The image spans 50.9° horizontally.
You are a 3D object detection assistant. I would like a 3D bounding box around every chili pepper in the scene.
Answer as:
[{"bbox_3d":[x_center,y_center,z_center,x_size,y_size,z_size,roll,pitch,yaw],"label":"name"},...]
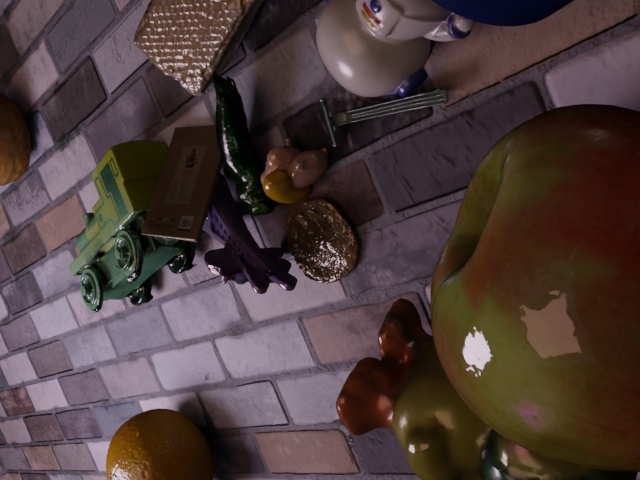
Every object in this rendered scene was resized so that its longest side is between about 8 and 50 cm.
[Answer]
[{"bbox_3d":[-0.125,-0.144,1.022,0.098,0.061,0.224,-109,-1,-64],"label":"chili pepper"}]

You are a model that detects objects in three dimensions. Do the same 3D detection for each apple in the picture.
[{"bbox_3d":[0.258,0.045,0.611,0.277,0.319,0.319,22,127,0],"label":"apple"}]

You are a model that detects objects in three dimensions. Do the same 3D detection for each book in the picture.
[{"bbox_3d":[-0.219,-0.096,1.101,0.139,0.016,0.198,6,75,38],"label":"book"}]

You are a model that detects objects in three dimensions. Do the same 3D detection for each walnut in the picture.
[{"bbox_3d":[-0.747,-0.230,1.501,0.195,0.195,0.221,22,115,35],"label":"walnut"}]

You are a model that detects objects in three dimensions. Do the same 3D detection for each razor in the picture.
[{"bbox_3d":[0.083,-0.169,0.860,0.191,0.037,0.068,-5,109,41],"label":"razor"}]

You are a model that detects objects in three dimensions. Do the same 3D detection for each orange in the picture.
[{"bbox_3d":[-0.333,0.465,1.394,0.236,0.236,0.236,19,119,37],"label":"orange"}]

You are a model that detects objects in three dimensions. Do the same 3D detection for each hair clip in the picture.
[{"bbox_3d":[-0.126,0.003,1.071,0.278,0.137,0.090,56,133,38],"label":"hair clip"}]

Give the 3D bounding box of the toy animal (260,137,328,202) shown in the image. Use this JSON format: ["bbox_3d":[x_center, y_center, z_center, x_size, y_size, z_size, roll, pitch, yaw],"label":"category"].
[{"bbox_3d":[-0.049,-0.109,0.978,0.114,0.091,0.082,-46,61,45],"label":"toy animal"}]

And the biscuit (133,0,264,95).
[{"bbox_3d":[-0.124,-0.376,0.912,0.144,0.078,0.426,41,135,-6],"label":"biscuit"}]

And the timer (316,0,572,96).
[{"bbox_3d":[0.110,-0.280,0.673,0.270,0.270,0.383,60,150,5],"label":"timer"}]

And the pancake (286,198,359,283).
[{"bbox_3d":[0.000,0.000,1.019,0.140,0.022,0.139,20,121,36],"label":"pancake"}]

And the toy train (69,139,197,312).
[{"bbox_3d":[-0.380,-0.007,1.290,0.369,0.150,0.237,-33,76,45],"label":"toy train"}]

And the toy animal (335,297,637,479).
[{"bbox_3d":[0.206,0.220,0.813,0.338,0.216,0.191,17,145,34],"label":"toy animal"}]
